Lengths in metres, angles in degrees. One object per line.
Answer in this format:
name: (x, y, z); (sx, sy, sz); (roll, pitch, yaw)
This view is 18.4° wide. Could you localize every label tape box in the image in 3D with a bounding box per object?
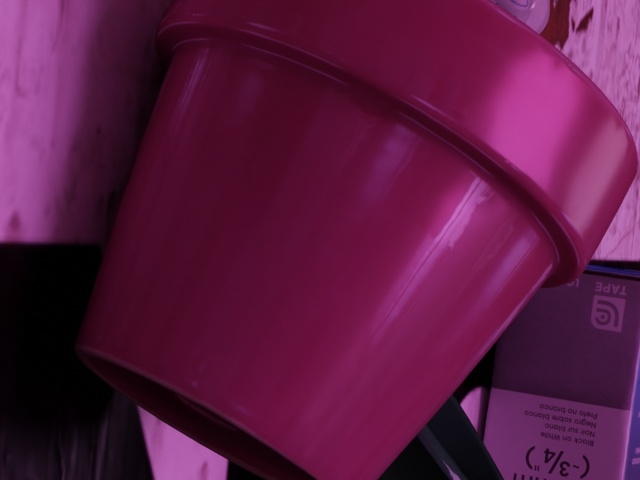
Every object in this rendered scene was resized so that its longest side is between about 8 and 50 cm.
label tape box: (0.189, 0.185, 1.349); (0.240, 0.105, 0.334); (7, 90, -66)

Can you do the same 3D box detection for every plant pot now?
plant pot: (0.000, 0.000, 0.798); (0.180, 0.201, 0.201); (-61, 151, -12)

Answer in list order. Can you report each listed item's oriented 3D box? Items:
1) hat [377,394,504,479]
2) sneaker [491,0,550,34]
hat: (-0.010, 0.142, 0.989); (0.173, 0.183, 0.208); (51, 8, -29)
sneaker: (0.115, -0.161, 1.131); (0.190, 0.083, 0.071); (40, 57, -63)
